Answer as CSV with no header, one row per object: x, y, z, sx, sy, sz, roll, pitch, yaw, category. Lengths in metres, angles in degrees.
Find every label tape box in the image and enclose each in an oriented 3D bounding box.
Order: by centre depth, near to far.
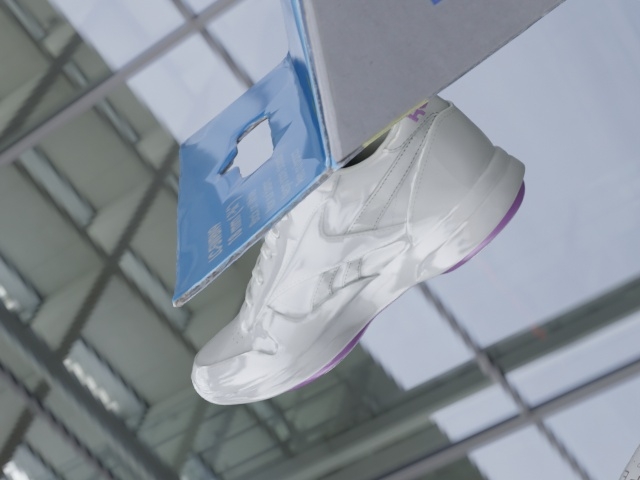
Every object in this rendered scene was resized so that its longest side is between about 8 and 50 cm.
0.048,-0.147,0.570,0.106,0.333,0.240,52,-174,-15,label tape box

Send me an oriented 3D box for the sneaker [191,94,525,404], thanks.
0.000,0.000,1.138,0.152,0.305,0.114,44,-158,-12,sneaker

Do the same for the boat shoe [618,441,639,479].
0.228,0.156,0.558,0.277,0.096,0.098,29,175,13,boat shoe
